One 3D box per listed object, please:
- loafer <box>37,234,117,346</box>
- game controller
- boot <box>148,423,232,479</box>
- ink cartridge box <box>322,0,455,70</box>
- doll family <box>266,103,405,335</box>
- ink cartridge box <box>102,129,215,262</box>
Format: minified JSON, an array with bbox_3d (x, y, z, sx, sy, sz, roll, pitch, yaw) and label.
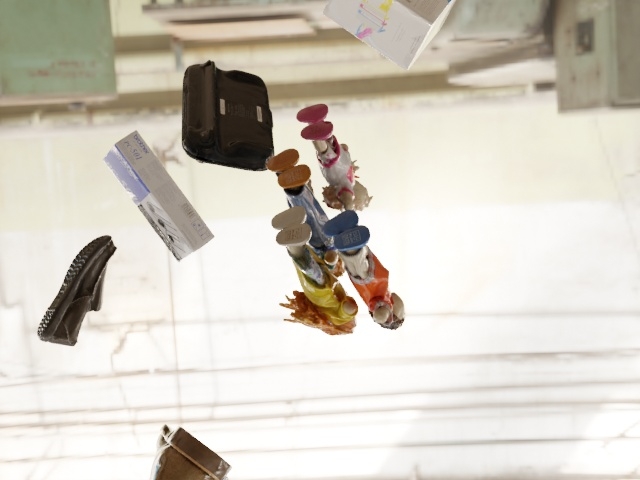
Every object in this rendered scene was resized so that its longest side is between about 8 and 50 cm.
[{"bbox_3d":[-0.420,0.092,1.852,0.078,0.220,0.080,33,171,-26],"label":"loafer"},{"bbox_3d":[-0.168,-0.227,1.889,0.166,0.067,0.319,17,-146,-18],"label":"game controller"},{"bbox_3d":[-0.184,0.304,1.304,0.112,0.115,0.305,36,166,2],"label":"boot"},{"bbox_3d":[0.078,-0.291,1.224,0.092,0.143,0.090,-53,175,-33],"label":"ink cartridge box"},{"bbox_3d":[0.000,0.000,1.032,0.118,0.163,0.263,-21,-136,7],"label":"doll family"},{"bbox_3d":[-0.257,-0.067,1.643,0.046,0.207,0.097,-38,-175,-26],"label":"ink cartridge box"}]
